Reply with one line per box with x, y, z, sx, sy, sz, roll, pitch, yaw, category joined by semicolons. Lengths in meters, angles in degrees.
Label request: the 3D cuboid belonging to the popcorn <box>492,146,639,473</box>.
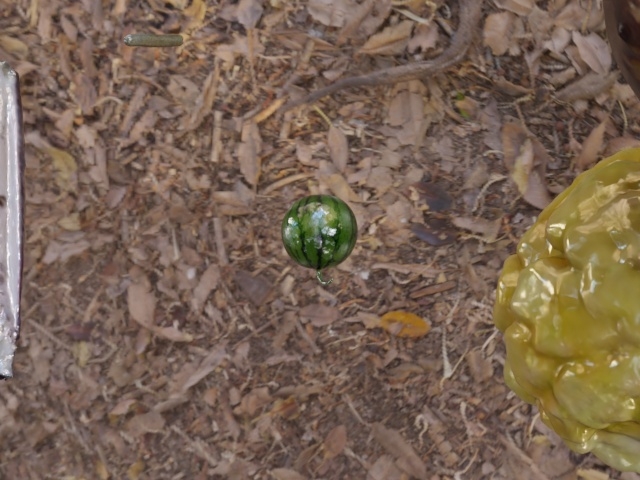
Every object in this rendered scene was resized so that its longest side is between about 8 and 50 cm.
0.382;0.063;0.731;0.390;0.354;0.344;-49;51;3;popcorn

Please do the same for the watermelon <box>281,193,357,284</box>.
-0.002;-0.006;0.905;0.109;0.109;0.109;2;96;27;watermelon

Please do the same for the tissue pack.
-0.246;-0.007;0.449;0.235;0.073;0.173;-3;87;56;tissue pack

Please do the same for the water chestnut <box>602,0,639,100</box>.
0.340;-0.201;0.486;0.300;0.300;0.300;2;96;27;water chestnut

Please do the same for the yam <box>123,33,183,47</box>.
-0.251;-0.302;1.071;0.021;0.116;0.021;10;109;30;yam
